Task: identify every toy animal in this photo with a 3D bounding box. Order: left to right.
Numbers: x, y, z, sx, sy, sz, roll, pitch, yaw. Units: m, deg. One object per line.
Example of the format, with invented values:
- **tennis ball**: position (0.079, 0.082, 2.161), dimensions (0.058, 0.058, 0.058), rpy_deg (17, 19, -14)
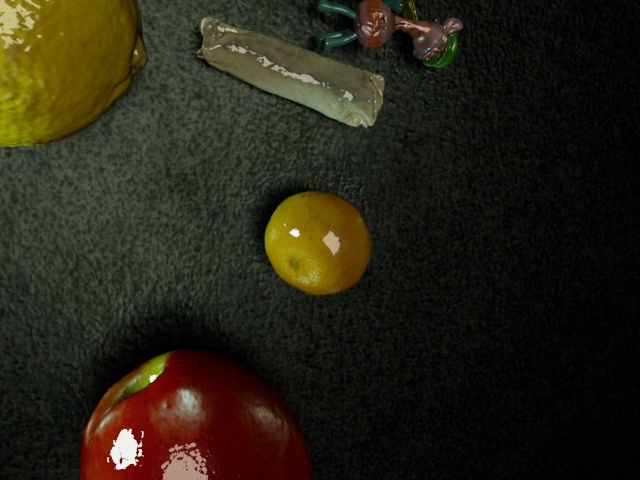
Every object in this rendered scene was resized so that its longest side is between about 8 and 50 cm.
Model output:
- **toy animal**: position (0.094, -0.302, 0.936), dimensions (0.208, 0.100, 0.103), rpy_deg (-1, 61, -16)

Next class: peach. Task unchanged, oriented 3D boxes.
- **peach**: position (-0.152, 0.312, 0.885), dimensions (0.281, 0.281, 0.338), rpy_deg (-32, 108, -9)

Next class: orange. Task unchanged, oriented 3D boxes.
- **orange**: position (0.000, 0.000, 0.930), dimensions (0.134, 0.155, 0.154), rpy_deg (-48, 114, -40)

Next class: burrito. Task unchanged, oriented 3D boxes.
- **burrito**: position (-0.040, -0.232, 0.917), dimensions (0.275, 0.059, 0.082), rpy_deg (15, 84, -20)

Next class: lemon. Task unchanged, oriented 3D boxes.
- **lemon**: position (-0.340, -0.235, 0.718), dimensions (0.293, 0.293, 0.293), rpy_deg (-3, 102, -16)
